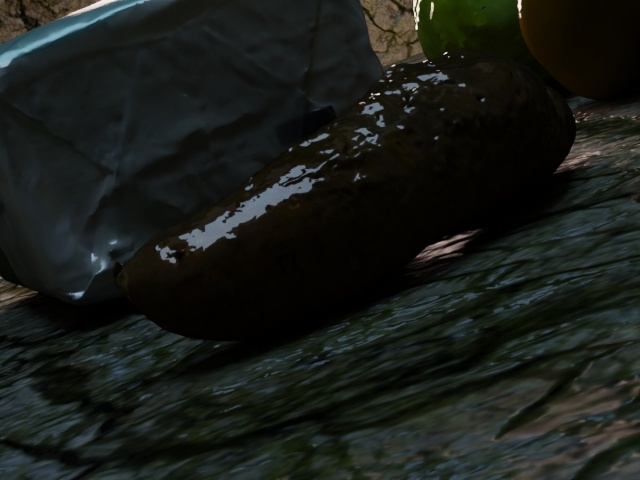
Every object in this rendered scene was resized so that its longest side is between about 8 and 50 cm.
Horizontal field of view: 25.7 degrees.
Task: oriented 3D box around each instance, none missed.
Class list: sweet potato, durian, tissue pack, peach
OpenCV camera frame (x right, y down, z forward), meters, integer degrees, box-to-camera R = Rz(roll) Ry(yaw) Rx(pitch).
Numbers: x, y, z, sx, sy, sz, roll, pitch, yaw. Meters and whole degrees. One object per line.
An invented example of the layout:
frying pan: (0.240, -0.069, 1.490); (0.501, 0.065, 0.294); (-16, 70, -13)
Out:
sweet potato: (0.053, -0.043, 0.706); (0.341, 0.092, 0.114); (-27, -6, -44)
durian: (0.206, -0.243, 1.300); (0.339, 0.205, 0.255); (-26, 22, -33)
tissue pack: (-0.126, -0.080, 1.032); (0.266, 0.194, 0.356); (-24, 8, -18)
peach: (0.226, -0.188, 1.033); (0.179, 0.179, 0.103); (-23, 43, -21)
